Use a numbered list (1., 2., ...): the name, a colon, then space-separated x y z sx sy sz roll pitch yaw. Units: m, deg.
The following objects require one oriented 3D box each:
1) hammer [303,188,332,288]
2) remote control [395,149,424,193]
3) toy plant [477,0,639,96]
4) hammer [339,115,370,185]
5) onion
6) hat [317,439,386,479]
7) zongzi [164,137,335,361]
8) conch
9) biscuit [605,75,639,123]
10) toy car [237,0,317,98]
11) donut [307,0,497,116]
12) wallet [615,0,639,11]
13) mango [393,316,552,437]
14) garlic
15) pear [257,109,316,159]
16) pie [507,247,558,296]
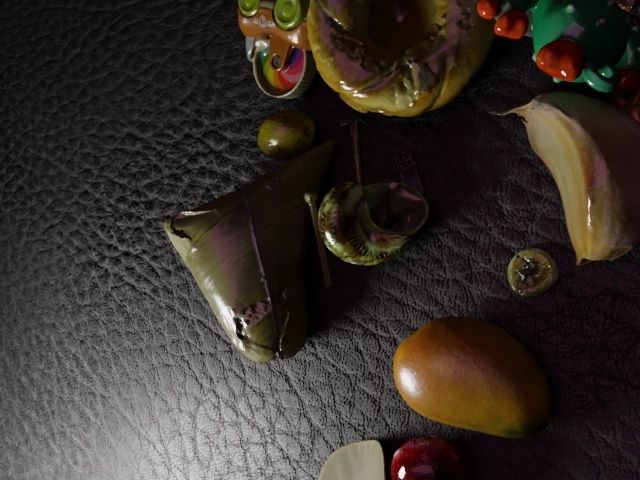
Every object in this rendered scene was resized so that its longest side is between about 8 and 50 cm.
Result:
1. hammer: 0.000 0.000 1.140 0.028 0.060 0.195 -12 99 0
2. remote control: 0.171 -0.126 1.144 0.039 0.014 0.096 -23 69 25
3. toy plant: 0.378 -0.374 0.923 0.185 0.279 0.400 -32 44 33
4. hammer: 0.076 -0.165 1.207 0.062 0.017 0.182 -12 77 28
5. onion: 0.178 0.385 0.986 0.131 0.131 0.131 -6 78 29
6. hat: 0.091 0.491 1.046 0.214 0.149 0.244 -28 31 48
7. zongzi: -0.057 0.025 1.193 0.393 0.174 0.356 -30 80 -5
8. conch: 0.087 -0.040 1.110 0.187 0.124 0.181 -37 73 -13
9. biscuit: 0.539 -0.228 0.938 0.183 0.043 0.280 -43 66 14
10. toy car: -0.082 -0.418 1.288 0.235 0.145 0.235 6 100 37
11. donut: 0.139 -0.404 1.096 0.360 0.170 0.360 1 93 14
12. wallet: 0.538 -0.472 0.986 0.095 0.026 0.176 45 106 22
13. mango: 0.244 0.214 0.971 0.255 0.139 0.175 7 97 23
14. garlic: 0.397 -0.134 0.943 0.196 0.151 0.338 -45 61 45
15. pear: -0.072 -0.221 1.250 0.131 0.107 0.107 -9 76 42
16. pie: 0.352 0.053 1.001 0.084 0.021 0.084 -6 78 29
